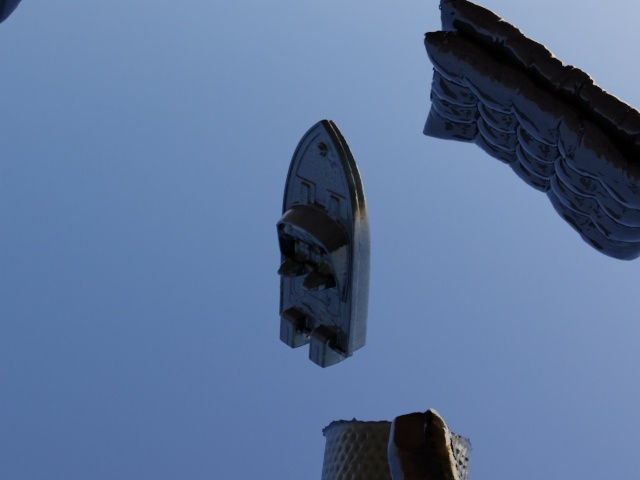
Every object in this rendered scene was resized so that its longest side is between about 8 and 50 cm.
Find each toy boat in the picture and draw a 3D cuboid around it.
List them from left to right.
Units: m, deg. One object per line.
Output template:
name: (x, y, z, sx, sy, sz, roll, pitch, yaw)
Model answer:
toy boat: (0.000, 0.000, 1.223, 0.092, 0.319, 0.141, -17, -149, -37)

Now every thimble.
thimble: (0.125, 0.417, 1.684, 0.271, 0.271, 0.150, 7, -117, 3)

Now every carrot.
carrot: (0.121, 0.277, 1.086, 0.082, 0.082, 0.173, -1, -125, -7)

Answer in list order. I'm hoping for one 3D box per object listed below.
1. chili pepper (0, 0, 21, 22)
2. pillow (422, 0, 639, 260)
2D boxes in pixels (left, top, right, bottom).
chili pepper: (-0.163, -0.122, 0.348, 0.279, 0.122, 0.065, -15, -113, 36)
pillow: (0.254, -0.121, 1.094, 0.326, 0.228, 0.101, 37, -99, 18)
